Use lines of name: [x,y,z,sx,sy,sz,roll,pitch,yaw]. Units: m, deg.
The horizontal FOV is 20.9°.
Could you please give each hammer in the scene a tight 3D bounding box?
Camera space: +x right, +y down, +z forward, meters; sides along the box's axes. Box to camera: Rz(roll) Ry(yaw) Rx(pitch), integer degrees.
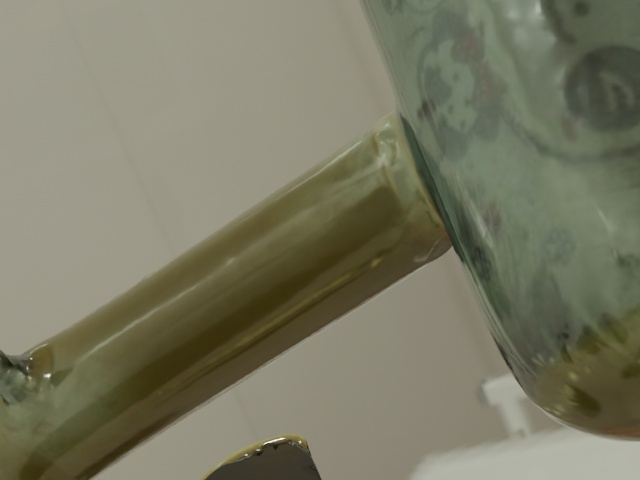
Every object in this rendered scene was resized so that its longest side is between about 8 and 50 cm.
hammer: [0.000,0.000,0.526,0.305,0.202,0.113,-30,-26,24]

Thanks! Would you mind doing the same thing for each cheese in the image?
cheese: [-0.072,0.188,1.113,0.162,0.086,0.036,-20,-5,-10]
